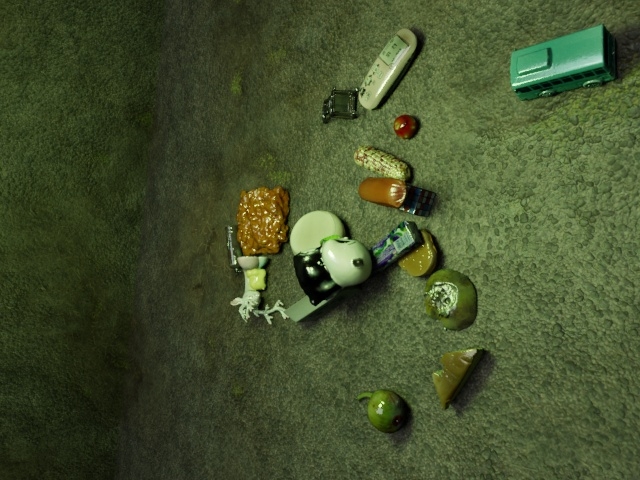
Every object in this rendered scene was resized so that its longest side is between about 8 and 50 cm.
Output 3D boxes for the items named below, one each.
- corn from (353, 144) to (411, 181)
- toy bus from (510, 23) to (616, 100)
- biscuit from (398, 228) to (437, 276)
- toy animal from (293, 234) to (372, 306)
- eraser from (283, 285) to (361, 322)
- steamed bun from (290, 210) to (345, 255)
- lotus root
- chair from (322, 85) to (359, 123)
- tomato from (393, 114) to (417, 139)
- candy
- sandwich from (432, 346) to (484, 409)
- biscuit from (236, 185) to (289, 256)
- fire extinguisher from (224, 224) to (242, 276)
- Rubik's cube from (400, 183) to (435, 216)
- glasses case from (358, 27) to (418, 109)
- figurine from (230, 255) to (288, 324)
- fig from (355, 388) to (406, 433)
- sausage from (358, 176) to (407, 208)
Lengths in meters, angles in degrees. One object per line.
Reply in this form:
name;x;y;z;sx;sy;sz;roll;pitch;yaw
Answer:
corn;0.230;-0.284;1.758;0.253;0.086;0.086;33;109;40
toy bus;0.658;-0.484;1.316;0.256;0.147;0.128;-3;83;43
biscuit;0.337;0.049;1.649;0.170;0.050;0.170;-15;72;55
toy animal;0.046;0.085;1.707;0.266;0.212;0.213;-29;65;14
eraser;0.004;0.245;1.914;0.352;0.111;0.077;-37;64;36
steamed bun;0.000;0.000;1.907;0.231;0.145;0.232;-15;58;24
lotus root;0.407;0.194;1.552;0.183;0.077;0.204;-9;82;44
chair;0.078;-0.542;1.936;0.229;0.113;0.106;-165;78;-82
tomato;0.301;-0.409;1.706;0.087;0.075;0.087;-7;81;48
candy;0.239;0.038;1.698;0.312;0.061;0.088;-43;58;47
sandwich;0.424;0.413;1.507;0.088;0.090;0.245;37;114;35
biscuit;-0.273;-0.088;2.214;0.312;0.110;0.318;-5;83;43
fire extinguisher;-0.428;0.054;2.367;0.072;0.089;0.268;-8;77;-1
Rubik's cube;0.325;-0.139;1.647;0.092;0.092;0.092;26;105;42
glasses case;0.248;-0.632;1.773;0.314;0.075;0.122;-54;51;29
figurine;-0.296;0.226;2.156;0.284;0.206;0.316;-7;86;55
fig;0.205;0.587;1.708;0.245;0.149;0.149;15;98;63
sausage;0.212;-0.171;1.666;0.348;0.093;0.097;-146;65;-76
